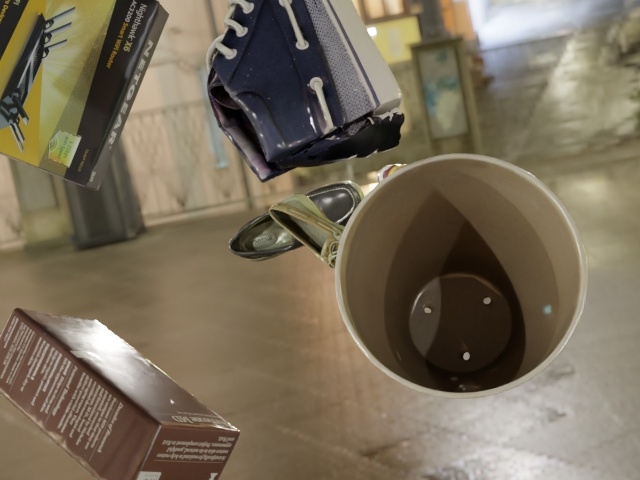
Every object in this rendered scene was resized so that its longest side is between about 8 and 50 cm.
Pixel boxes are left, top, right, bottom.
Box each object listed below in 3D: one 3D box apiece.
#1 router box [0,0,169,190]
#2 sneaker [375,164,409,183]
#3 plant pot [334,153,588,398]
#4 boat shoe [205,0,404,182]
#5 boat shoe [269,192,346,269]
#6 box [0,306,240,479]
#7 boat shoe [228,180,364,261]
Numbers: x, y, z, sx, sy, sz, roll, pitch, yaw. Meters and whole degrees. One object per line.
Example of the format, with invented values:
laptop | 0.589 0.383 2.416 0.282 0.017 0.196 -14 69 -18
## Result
router box | -0.406 -0.263 1.960 0.243 0.308 0.081 21 -2 6
sneaker | 0.177 -0.073 2.070 0.185 0.069 0.084 32 -8 -23
plant pot | 0.157 0.065 1.416 0.257 0.256 0.274 -10 -15 4
boat shoe | -0.060 -0.218 1.261 0.158 0.340 0.127 -23 -17 -20
boat shoe | 0.000 -0.002 1.594 0.048 0.056 0.153 -26 60 -40
box | -0.330 0.254 1.965 0.381 0.143 0.191 33 10 34
boat shoe | -0.038 -0.022 1.914 0.224 0.080 0.073 -23 0 21
